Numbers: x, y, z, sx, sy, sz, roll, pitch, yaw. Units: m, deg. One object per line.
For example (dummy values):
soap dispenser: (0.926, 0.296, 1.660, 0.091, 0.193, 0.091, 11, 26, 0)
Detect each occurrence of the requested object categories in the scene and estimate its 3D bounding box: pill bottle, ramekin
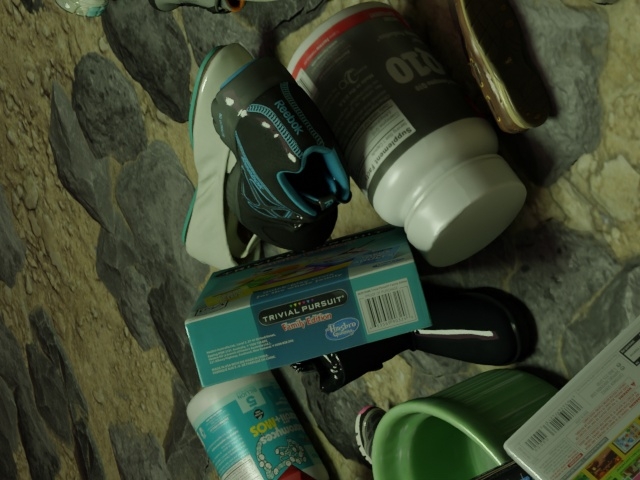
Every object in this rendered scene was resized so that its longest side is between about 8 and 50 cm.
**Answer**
pill bottle: (0.098, -0.120, 1.669, 0.283, 0.161, 0.161, 54, 145, 24)
ramekin: (0.212, 0.296, 1.718, 0.303, 0.148, 0.303, 36, 139, 39)
pill bottle: (-0.082, 0.330, 2.220, 0.264, 0.146, 0.146, 59, 147, 17)

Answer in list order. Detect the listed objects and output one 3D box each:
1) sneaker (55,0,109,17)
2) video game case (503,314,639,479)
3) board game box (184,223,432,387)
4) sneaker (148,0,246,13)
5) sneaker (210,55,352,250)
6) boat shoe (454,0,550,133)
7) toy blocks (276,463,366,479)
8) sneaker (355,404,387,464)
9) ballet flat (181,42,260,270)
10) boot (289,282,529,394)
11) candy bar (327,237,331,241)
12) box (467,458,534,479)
sneaker: (-0.398, -0.485, 2.324, 0.283, 0.110, 0.122, 52, 127, 23)
video game case: (0.328, 0.191, 1.445, 0.206, 0.227, 0.026, 42, 170, 38)
board game box: (-0.012, 0.065, 1.716, 0.336, 0.253, 0.079, -87, -18, -82)
sneaker: (-0.158, -0.348, 2.006, 0.271, 0.100, 0.108, -12, 102, 59)
sneaker: (-0.032, -0.058, 1.662, 0.140, 0.125, 0.341, 49, 171, 26)
boat shoe: (0.182, -0.196, 1.587, 0.060, 0.064, 0.178, -25, 88, 57)
toy blocks: (0.044, 0.441, 2.002, 0.381, 0.191, 0.261, 28, 130, 16)
sneaker: (0.107, 0.298, 1.989, 0.075, 0.063, 0.170, -19, 96, 59)
ballet flat: (-0.109, -0.101, 2.061, 0.139, 0.139, 0.400, 50, 148, 30)
boot: (0.099, 0.127, 1.761, 0.246, 0.207, 0.094, 13, 120, 54)
candy bar: (0.000, 0.000, 2.029, 0.040, 0.018, 0.161, -25, 85, 59)
box: (0.300, 0.335, 1.501, 0.296, 0.293, 0.073, 63, -179, 10)
